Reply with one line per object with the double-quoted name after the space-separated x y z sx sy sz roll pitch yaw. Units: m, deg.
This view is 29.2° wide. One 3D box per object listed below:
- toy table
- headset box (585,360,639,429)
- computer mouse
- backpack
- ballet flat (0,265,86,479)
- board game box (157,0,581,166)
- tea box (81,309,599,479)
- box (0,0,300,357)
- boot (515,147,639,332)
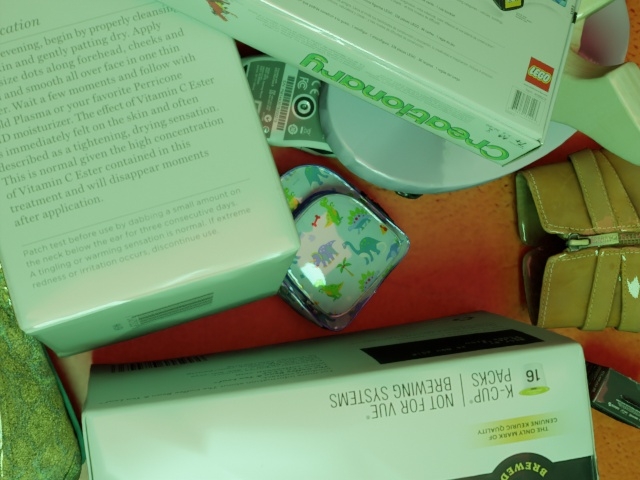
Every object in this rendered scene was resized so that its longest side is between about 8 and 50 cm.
0.143 -0.147 0.888 0.274 0.161 0.252 -43 93 -20 "toy table"
0.236 0.124 0.981 0.062 0.083 0.032 28 87 -11 "headset box"
0.014 -0.100 0.956 0.193 0.042 0.106 13 95 -16 "computer mouse"
0.000 0.000 0.935 0.114 0.084 0.105 41 83 -6 "backpack"
-0.268 0.036 0.864 0.123 0.123 0.348 -19 98 -9 "ballet flat"
0.016 -0.193 0.726 0.305 0.053 0.193 24 68 -16 "board game box"
0.014 0.236 0.879 0.329 0.220 0.323 -6 93 -9 "tea box"
-0.149 -0.116 0.805 0.168 0.215 0.345 -17 82 -8 "box"
0.278 0.050 0.971 0.220 0.109 0.283 -10 92 -11 "boot"
